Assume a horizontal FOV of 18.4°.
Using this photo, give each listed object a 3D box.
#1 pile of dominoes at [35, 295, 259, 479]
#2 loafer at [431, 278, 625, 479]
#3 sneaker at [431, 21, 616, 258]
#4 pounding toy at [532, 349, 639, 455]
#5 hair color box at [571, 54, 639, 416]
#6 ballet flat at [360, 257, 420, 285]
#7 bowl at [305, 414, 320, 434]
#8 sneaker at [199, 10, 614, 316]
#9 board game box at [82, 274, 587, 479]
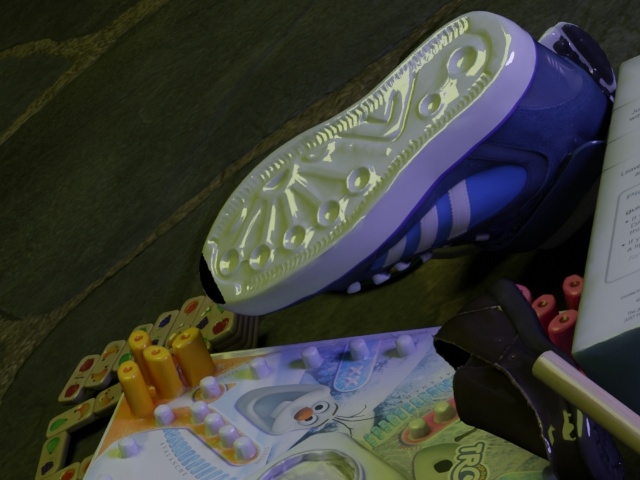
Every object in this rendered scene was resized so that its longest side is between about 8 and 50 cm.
[{"bbox_3d":[-0.168,0.122,1.826,0.251,0.040,0.196,-28,31,22],"label":"pile of dominoes"},{"bbox_3d":[0.129,0.106,1.268,0.078,0.080,0.220,-28,26,0],"label":"loafer"},{"bbox_3d":[0.143,-0.073,1.712,0.118,0.110,0.292,-22,17,51],"label":"sneaker"},{"bbox_3d":[0.175,0.196,1.067,0.183,0.110,0.236,35,117,42],"label":"pounding toy"},{"bbox_3d":[0.295,-0.028,1.360,0.185,0.113,0.374,-25,26,28],"label":"hair color box"},{"bbox_3d":[0.000,0.000,1.804,0.232,0.073,0.080,-6,39,52],"label":"ballet flat"},{"bbox_3d":[-0.068,0.202,1.469,0.170,0.080,0.170,-14,31,9],"label":"bowl"},{"bbox_3d":[0.092,-0.016,1.539,0.323,0.236,0.130,-40,46,14],"label":"sneaker"},{"bbox_3d":[-0.011,0.170,1.357,0.390,0.050,0.390,-8,31,20],"label":"board game box"}]
